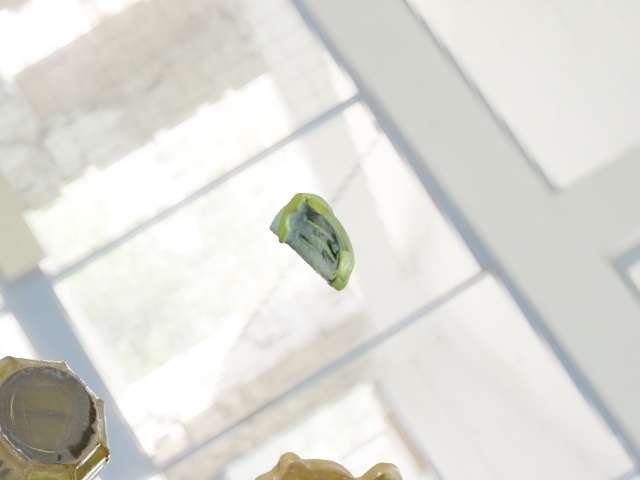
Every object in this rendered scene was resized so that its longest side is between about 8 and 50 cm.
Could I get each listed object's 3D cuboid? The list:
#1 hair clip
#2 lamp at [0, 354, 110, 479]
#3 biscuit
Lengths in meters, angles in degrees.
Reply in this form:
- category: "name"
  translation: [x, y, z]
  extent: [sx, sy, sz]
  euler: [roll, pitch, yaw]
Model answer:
- category: "hair clip"
  translation: [0.000, 0.000, 1.688]
  extent: [0.033, 0.060, 0.188]
  euler: [19, 14, -26]
- category: "lamp"
  translation: [-0.296, 0.205, 1.764]
  extent: [0.161, 0.161, 0.185]
  euler: [58, -41, 8]
- category: "biscuit"
  translation: [0.016, 0.250, 1.588]
  extent: [0.027, 0.184, 0.133]
  euler: [49, -54, 59]
